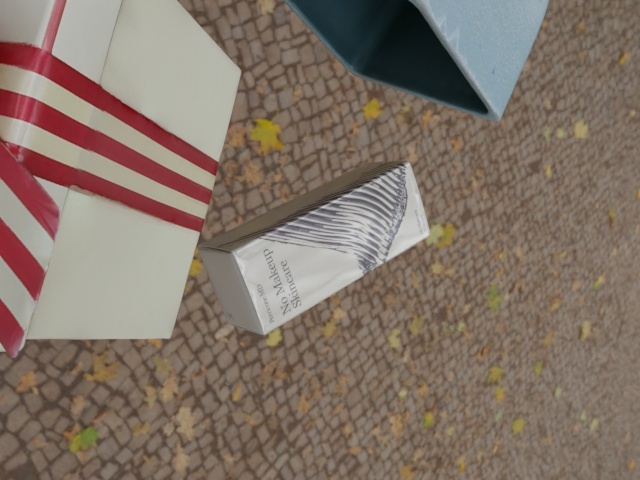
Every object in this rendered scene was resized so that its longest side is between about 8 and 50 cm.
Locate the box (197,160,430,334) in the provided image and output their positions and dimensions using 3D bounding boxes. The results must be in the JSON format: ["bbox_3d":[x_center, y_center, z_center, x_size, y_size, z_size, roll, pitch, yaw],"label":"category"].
[{"bbox_3d":[0.000,0.000,0.827,0.275,0.094,0.113,-30,110,-30],"label":"box"}]

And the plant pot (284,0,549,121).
[{"bbox_3d":[0.125,-0.328,0.767,0.248,0.247,0.252,33,86,-51],"label":"plant pot"}]

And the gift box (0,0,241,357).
[{"bbox_3d":[-0.209,-0.047,0.414,0.258,0.255,0.276,34,64,-74],"label":"gift box"}]
